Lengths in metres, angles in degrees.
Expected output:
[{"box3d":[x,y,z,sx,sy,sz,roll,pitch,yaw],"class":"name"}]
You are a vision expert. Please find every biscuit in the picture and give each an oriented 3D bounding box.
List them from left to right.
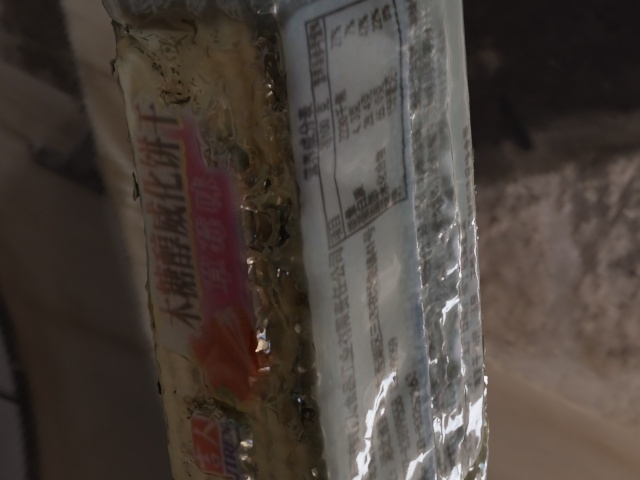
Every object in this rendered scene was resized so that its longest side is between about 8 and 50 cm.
[{"box3d":[0.002,-0.002,0.652,0.079,0.309,0.186,4,-156,29],"class":"biscuit"}]
